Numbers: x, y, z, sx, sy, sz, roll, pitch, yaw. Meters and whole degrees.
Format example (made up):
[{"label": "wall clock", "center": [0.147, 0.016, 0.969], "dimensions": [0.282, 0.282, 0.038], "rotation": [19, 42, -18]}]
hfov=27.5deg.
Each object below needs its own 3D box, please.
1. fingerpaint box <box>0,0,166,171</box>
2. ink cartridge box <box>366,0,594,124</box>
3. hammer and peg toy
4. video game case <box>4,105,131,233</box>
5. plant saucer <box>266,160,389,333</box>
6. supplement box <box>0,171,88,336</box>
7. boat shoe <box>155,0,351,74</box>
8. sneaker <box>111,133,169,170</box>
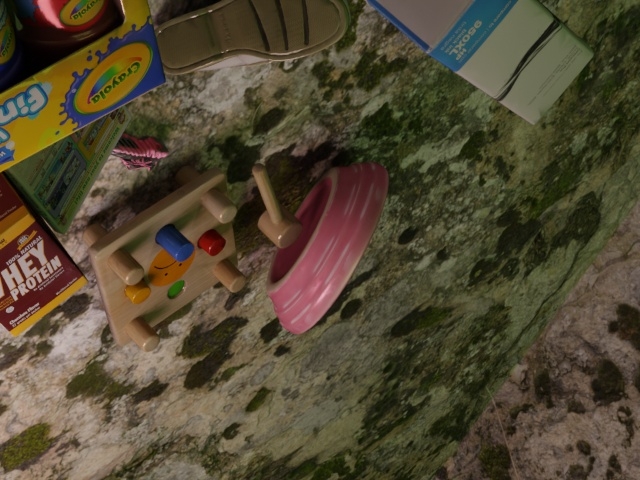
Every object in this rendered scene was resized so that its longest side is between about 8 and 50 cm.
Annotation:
[{"label": "fingerpaint box", "center": [-0.430, -0.257, 1.518], "dimensions": [0.445, 0.163, 0.371], "rotation": [-31, 142, -21]}, {"label": "ink cartridge box", "center": [0.219, -0.368, 2.053], "dimensions": [0.166, 0.285, 0.395], "rotation": [-51, 148, 12]}, {"label": "hammer and peg toy", "center": [-0.208, -0.005, 2.132], "dimensions": [0.361, 0.127, 0.266], "rotation": [-35, 147, -22]}, {"label": "video game case", "center": [-0.351, -0.144, 1.814], "dimensions": [0.212, 0.023, 0.193], "rotation": [-65, 155, -22]}, {"label": "plant saucer", "center": [0.000, 0.000, 2.274], "dimensions": [0.084, 0.332, 0.332], "rotation": [28, 110, -12]}, {"label": "supplement box", "center": [-0.447, -0.009, 1.778], "dimensions": [0.129, 0.191, 0.194], "rotation": [-37, 147, -7]}, {"label": "boat shoe", "center": [-0.087, -0.302, 1.830], "dimensions": [0.103, 0.302, 0.113], "rotation": [-30, 113, -61]}, {"label": "sneaker", "center": [-0.286, -0.128, 1.981], "dimensions": [0.119, 0.047, 0.057], "rotation": [5, 134, -50]}]
